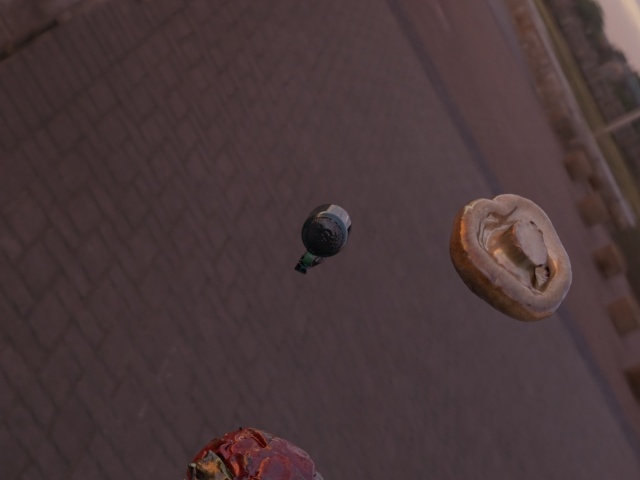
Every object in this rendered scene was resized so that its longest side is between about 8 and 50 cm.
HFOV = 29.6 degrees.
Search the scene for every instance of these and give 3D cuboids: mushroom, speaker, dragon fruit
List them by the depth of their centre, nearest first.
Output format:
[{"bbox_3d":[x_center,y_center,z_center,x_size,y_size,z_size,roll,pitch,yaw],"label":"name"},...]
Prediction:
[{"bbox_3d":[0.004,0.004,1.555,0.075,0.060,0.094,-58,162,-74],"label":"speaker"},{"bbox_3d":[-0.103,0.415,1.756,0.244,0.244,0.299,-53,139,-73],"label":"dragon fruit"},{"bbox_3d":[0.354,0.026,2.259,0.278,0.146,0.278,19,50,-24],"label":"mushroom"}]
